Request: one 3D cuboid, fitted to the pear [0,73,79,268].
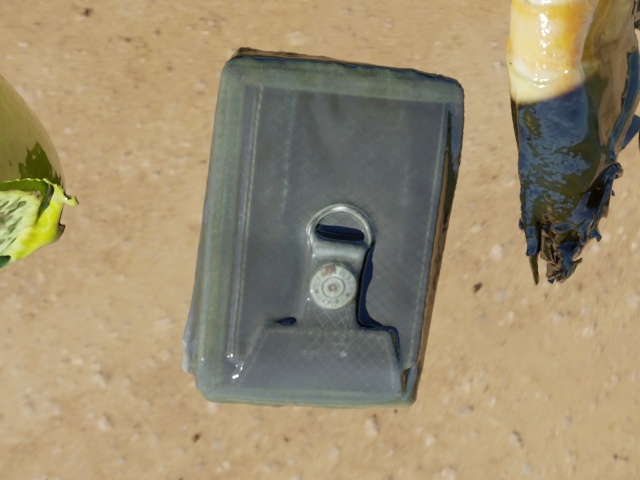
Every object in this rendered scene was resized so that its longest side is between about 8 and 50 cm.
[{"bbox_3d":[-0.297,-0.064,0.672,0.282,0.286,0.176,51,146,8],"label":"pear"}]

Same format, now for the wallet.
[{"bbox_3d":[0.000,0.000,0.926,0.168,0.052,0.245,6,112,-4],"label":"wallet"}]

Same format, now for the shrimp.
[{"bbox_3d":[0.135,-0.076,0.637,0.053,0.133,0.236,31,136,36],"label":"shrimp"}]
